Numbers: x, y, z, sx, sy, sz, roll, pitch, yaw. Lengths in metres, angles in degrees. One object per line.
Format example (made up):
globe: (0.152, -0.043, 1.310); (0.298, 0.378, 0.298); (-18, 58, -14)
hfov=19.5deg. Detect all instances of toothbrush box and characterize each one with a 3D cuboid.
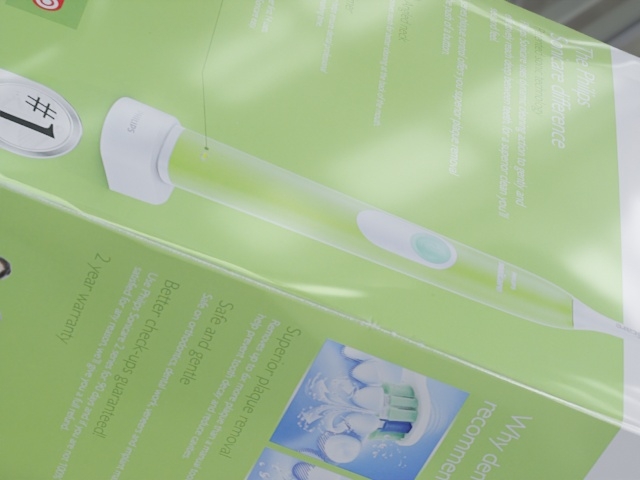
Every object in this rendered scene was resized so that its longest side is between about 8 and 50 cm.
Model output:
toothbrush box: (0.000, 0.000, 0.625); (0.283, 0.206, 0.122); (20, -53, -9)
